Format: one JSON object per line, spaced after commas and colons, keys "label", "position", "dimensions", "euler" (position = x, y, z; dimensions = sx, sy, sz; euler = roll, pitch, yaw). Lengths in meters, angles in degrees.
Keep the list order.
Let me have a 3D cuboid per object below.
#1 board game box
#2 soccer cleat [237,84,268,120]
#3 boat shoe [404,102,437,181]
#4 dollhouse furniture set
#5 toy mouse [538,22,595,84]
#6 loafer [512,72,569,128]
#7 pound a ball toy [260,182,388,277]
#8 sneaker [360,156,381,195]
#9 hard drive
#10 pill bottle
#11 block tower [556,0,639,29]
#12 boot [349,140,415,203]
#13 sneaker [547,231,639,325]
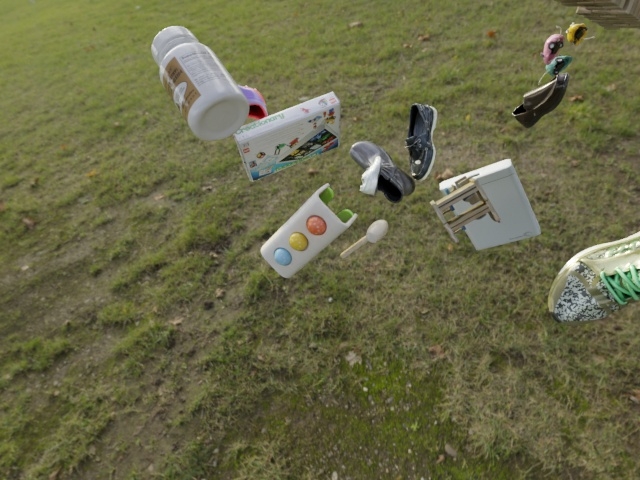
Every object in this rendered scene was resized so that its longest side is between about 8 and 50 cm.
{"label": "board game box", "position": [-0.088, -0.296, 1.179], "dimensions": [0.305, 0.193, 0.053], "euler": [-24, 66, -9]}
{"label": "soccer cleat", "position": [-0.244, -0.373, 1.061], "dimensions": [0.248, 0.083, 0.095], "euler": [-4, 60, -48]}
{"label": "boat shoe", "position": [0.397, -0.411, 1.653], "dimensions": [0.127, 0.113, 0.340], "euler": [-6, 70, 59]}
{"label": "dollhouse furniture set", "position": [0.392, -0.088, 1.124], "dimensions": [0.129, 0.129, 0.183], "euler": [-31, 5, 15]}
{"label": "toy mouse", "position": [0.537, -0.427, 0.922], "dimensions": [0.161, 0.143, 0.031], "euler": [2, 39, -43]}
{"label": "loafer", "position": [0.635, -0.407, 1.182], "dimensions": [0.078, 0.220, 0.080], "euler": [22, 71, 2]}
{"label": "pound a ball toy", "position": [0.000, 0.000, 1.116], "dimensions": [0.319, 0.208, 0.136], "euler": [-41, 3, 36]}
{"label": "sneaker", "position": [0.173, -0.225, 1.376], "dimensions": [0.061, 0.053, 0.152], "euler": [10, 65, 15]}
{"label": "hard drive", "position": [0.601, -0.110, 1.421], "dimensions": [0.233, 0.353, 0.047], "euler": [-18, 43, 32]}
{"label": "pill bottle", "position": [-0.260, -0.335, 0.853], "dimensions": [0.131, 0.131, 0.229], "euler": [-29, 72, -17]}
{"label": "block tower", "position": [0.500, -0.451, 0.706], "dimensions": [0.336, 0.091, 0.097], "euler": [-8, 29, -37]}
{"label": "boot", "position": [0.227, -0.289, 1.623], "dimensions": [0.338, 0.118, 0.223], "euler": [38, 27, 16]}
{"label": "sneaker", "position": [0.676, 0.063, 0.849], "dimensions": [0.158, 0.410, 0.182], "euler": [53, 27, 8]}
